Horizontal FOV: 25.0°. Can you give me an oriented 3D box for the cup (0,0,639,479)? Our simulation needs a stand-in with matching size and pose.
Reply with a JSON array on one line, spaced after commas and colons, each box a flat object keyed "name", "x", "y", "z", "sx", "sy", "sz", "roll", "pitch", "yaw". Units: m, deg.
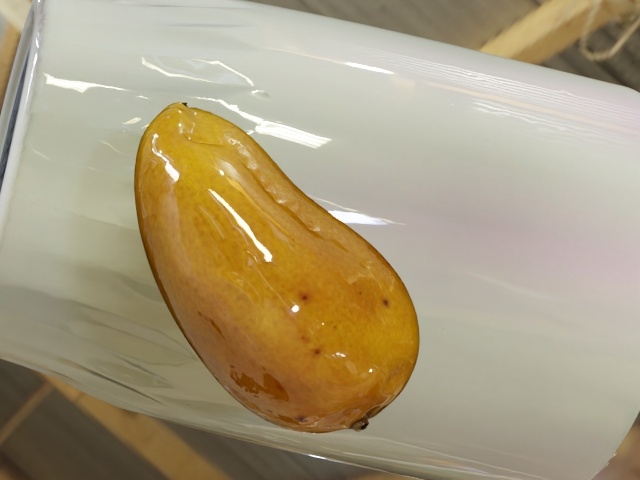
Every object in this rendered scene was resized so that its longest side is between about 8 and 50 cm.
[{"name": "cup", "x": 0.000, "y": 0.000, "z": 0.819, "sx": 0.371, "sy": 0.253, "sz": 0.253, "roll": 12, "pitch": -16, "yaw": -17}]

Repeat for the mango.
[{"name": "mango", "x": -0.030, "y": 0.017, "z": 0.618, "sx": 0.159, "sy": 0.084, "sz": 0.105, "roll": 43, "pitch": 17, "yaw": 5}]

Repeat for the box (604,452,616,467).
[{"name": "box", "x": 0.128, "y": 0.080, "z": 1.011, "sx": 0.207, "sy": 0.041, "sz": 0.050, "roll": 52, "pitch": 17, "yaw": 7}]
